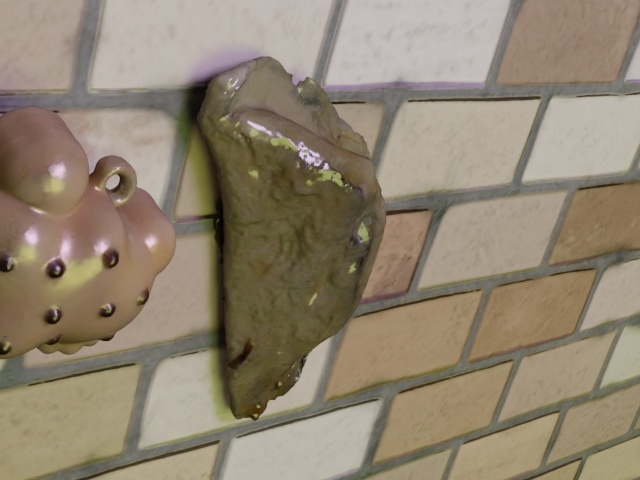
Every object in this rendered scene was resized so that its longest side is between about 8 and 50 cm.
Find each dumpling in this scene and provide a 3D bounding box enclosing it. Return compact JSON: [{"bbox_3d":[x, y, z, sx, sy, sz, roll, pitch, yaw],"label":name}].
[{"bbox_3d":[0.000,0.003,0.872,0.166,0.086,0.332,-27,139,-27],"label":"dumpling"}]

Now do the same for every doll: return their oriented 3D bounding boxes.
[{"bbox_3d":[-0.214,0.044,0.661,0.278,0.119,0.154,-35,139,-9],"label":"doll"}]
